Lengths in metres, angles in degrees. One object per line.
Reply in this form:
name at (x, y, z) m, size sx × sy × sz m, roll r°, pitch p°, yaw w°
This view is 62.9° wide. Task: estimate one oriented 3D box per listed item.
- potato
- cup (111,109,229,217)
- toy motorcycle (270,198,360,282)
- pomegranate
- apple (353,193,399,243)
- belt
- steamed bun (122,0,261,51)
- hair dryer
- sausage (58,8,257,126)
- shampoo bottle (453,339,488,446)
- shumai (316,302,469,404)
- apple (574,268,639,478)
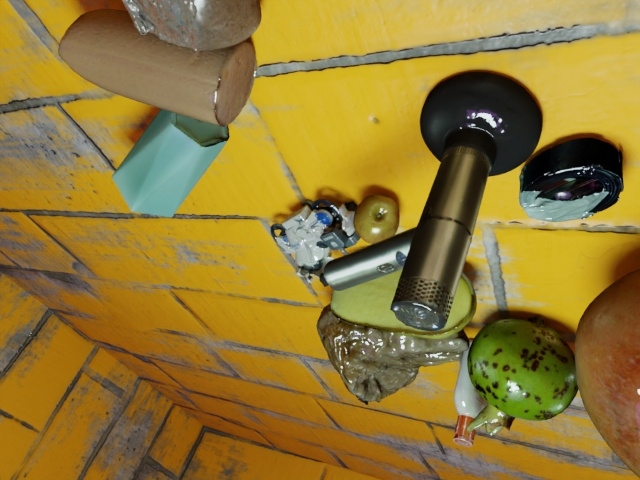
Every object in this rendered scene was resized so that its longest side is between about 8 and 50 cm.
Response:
potato at (0.165, 0.111, 1.002) m, size 0.271 × 0.160 × 0.111 m, roll 3°, pitch 157°, yaw 27°
cup at (-0.255, -0.146, 0.910) m, size 0.235 × 0.134 × 0.148 m, roll -31°, pitch 91°, yaw 48°
toy motorcycle at (0.000, 0.000, 0.991) m, size 0.150 × 0.102 × 0.221 m, roll 48°, pitch 143°, yaw -13°
pomegranate at (0.377, 0.270, 1.006) m, size 0.210 × 0.263 × 0.211 m, roll 19°, pitch -173°, yaw -3°
apple at (0.095, -0.037, 0.884) m, size 0.083 × 0.084 × 0.071 m, roll 19°, pitch 168°, yaw 8°
belt at (0.330, -0.078, 0.694) m, size 0.105 × 0.058 × 0.140 m, roll 34°, pitch 144°, yaw -25°
steamed bun at (-0.167, -0.308, 0.627) m, size 0.174 × 0.107 × 0.145 m, roll 12°, pitch 155°, yaw 14°
hair dryer at (0.101, -0.045, 0.686) m, size 0.284 × 0.320 × 0.156 m, roll 2°, pitch 143°, yaw 48°
sausage at (-0.229, -0.253, 0.748) m, size 0.252 × 0.123 × 0.123 m, roll 19°, pitch 148°, yaw 10°
shampoo bottle at (0.330, 0.331, 1.133) m, size 0.051 × 0.221 × 0.108 m, roll -12°, pitch 133°, yaw 44°
shumai at (0.166, 0.204, 1.166) m, size 0.283 × 0.217 × 0.346 m, roll -34°, pitch 133°, yaw 19°
apple at (0.528, 0.173, 0.698) m, size 0.338 × 0.305 × 0.339 m, roll 15°, pitch 119°, yaw 30°
